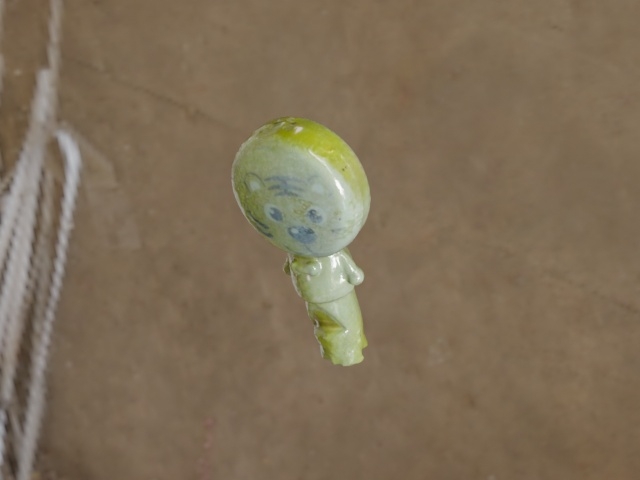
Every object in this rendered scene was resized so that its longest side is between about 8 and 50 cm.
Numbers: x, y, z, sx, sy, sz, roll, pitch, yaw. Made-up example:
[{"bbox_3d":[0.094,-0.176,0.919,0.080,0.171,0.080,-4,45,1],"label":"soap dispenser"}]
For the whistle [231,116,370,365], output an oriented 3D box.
[{"bbox_3d":[0.000,0.000,1.185,0.104,0.057,0.198,6,127,35],"label":"whistle"}]
